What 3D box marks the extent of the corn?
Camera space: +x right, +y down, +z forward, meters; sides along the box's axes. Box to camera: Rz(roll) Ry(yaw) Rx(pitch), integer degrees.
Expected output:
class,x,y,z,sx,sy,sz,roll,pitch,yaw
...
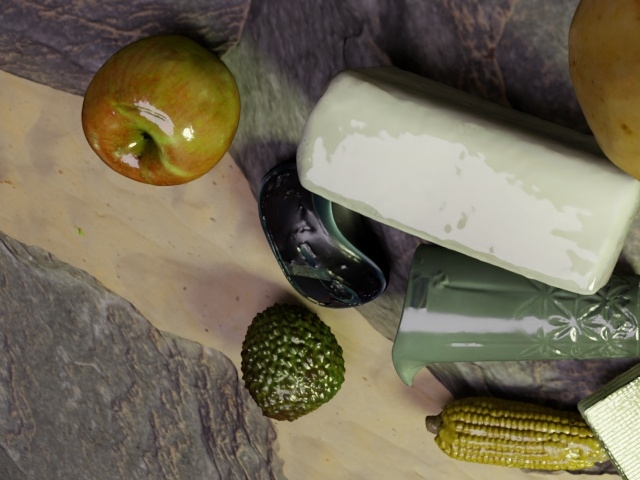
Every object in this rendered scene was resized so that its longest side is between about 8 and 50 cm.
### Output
class,x,y,z,sx,sy,sz,roll,pitch,yaw
corn,0.274,0.274,1.394,0.262,0.097,0.097,4,123,22

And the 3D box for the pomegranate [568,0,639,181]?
class,x,y,z,sx,sy,sz,roll,pitch,yaw
pomegranate,0.397,-0.180,0.905,0.338,0.338,0.338,13,126,18

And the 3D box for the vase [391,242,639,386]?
class,x,y,z,sx,sy,sz,roll,pitch,yaw
vase,0.249,0.075,1.252,0.301,0.156,0.250,3,97,18

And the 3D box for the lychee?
class,x,y,z,sx,sy,sz,roll,pitch,yaw
lychee,-0.041,0.173,1.449,0.171,0.171,0.171,13,126,18

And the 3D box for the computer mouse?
class,x,y,z,sx,sy,sz,roll,pitch,yaw
computer mouse,0.000,0.000,1.343,0.137,0.096,0.233,-24,108,36

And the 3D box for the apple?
class,x,y,z,sx,sy,sz,roll,pitch,yaw
apple,-0.200,-0.171,1.277,0.196,0.196,0.195,13,126,18

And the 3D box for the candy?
class,x,y,z,sx,sy,sz,roll,pitch,yaw
candy,0.174,-0.080,1.119,0.359,0.208,0.145,22,110,13

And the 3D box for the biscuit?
class,x,y,z,sx,sy,sz,roll,pitch,yaw
biscuit,0.435,0.263,1.307,0.121,0.040,0.199,-34,106,0
